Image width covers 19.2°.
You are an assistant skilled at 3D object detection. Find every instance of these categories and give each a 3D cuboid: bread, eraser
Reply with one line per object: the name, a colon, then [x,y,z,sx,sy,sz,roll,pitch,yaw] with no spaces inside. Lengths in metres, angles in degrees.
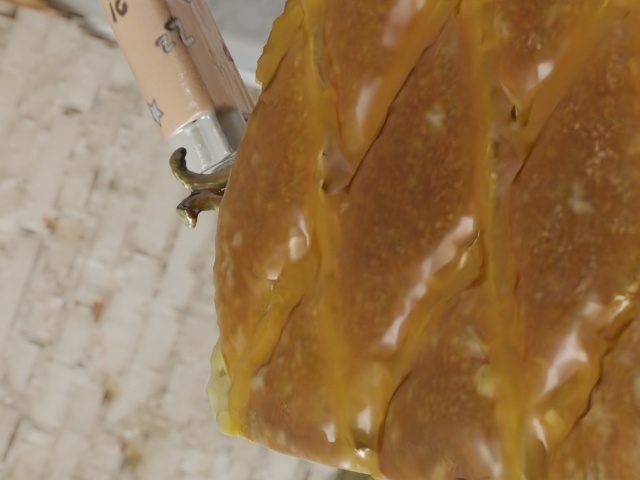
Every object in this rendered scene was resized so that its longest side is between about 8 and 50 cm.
bread: [0.132,-0.026,0.666,0.207,0.279,0.279,15,-92,-45]
eraser: [-0.141,-0.195,1.779,0.290,0.087,0.171,65,-169,7]

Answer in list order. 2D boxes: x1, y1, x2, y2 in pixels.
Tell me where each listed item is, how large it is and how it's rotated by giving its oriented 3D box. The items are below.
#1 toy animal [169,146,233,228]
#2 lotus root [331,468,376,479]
toy animal: [0.000,0.000,1.289,0.099,0.241,0.057,-41,-21,-28]
lotus root: [0.114,0.137,1.092,0.309,0.173,0.173,-44,-29,-14]
